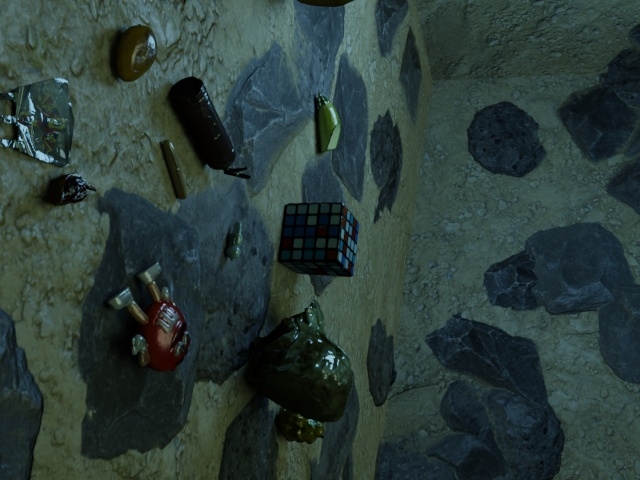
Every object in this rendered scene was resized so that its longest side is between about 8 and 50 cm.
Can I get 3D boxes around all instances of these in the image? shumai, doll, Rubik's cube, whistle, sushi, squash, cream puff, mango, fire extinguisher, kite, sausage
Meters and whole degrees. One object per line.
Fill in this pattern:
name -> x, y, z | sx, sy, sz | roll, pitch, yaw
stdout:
shumai -> -0.022, 0.290, 1.796 | 0.288, 0.292, 0.330 | -63, -173, -28
doll -> -0.311, 0.167, 1.305 | 0.183, 0.085, 0.217 | -56, 134, -59
Rubik's cube -> 0.000, 0.000, 2.031 | 0.187, 0.182, 0.184 | 41, 52, -67
whistle -> -0.206, 0.003, 1.661 | 0.035, 0.035, 0.100 | 48, 46, -63
sushi -> -0.396, -0.080, 1.089 | 0.099, 0.047, 0.050 | -57, 141, -59
squash -> 0.027, -0.386, 2.239 | 0.090, 0.075, 0.200 | -27, 119, -39
cream puff -> -0.066, 0.522, 2.008 | 0.121, 0.156, 0.156 | -48, 167, 15
mango -> -0.334, -0.336, 1.238 | 0.079, 0.057, 0.114 | 61, 44, -63
fire extinguisher -> -0.231, -0.227, 1.486 | 0.267, 0.089, 0.072 | 69, 27, -48
kite -> -0.438, -0.175, 1.006 | 0.245, 0.015, 0.141 | -25, 114, -73
sausage -> -0.296, -0.145, 1.404 | 0.024, 0.024, 0.132 | -62, 149, -52

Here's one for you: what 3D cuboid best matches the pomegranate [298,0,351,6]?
pomegranate -> 0.018, -0.768, 1.855 | 0.307, 0.307, 0.307 | 2, 90, -71
